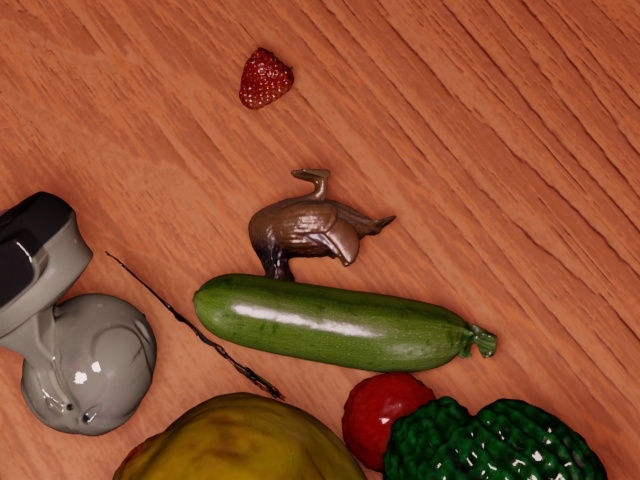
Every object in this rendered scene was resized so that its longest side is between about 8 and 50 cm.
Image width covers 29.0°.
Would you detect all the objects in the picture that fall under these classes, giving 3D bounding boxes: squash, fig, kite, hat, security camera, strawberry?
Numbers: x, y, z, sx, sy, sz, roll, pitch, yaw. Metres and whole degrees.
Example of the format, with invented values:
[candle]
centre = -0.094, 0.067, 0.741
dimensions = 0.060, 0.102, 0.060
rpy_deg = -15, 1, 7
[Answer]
[squash]
centre = 0.029, 0.107, 1.529
dimensions = 0.379, 0.101, 0.101
rpy_deg = 8, 69, -4
[fig]
centre = -0.080, 0.342, 1.331
dimensions = 0.344, 0.343, 0.343
rpy_deg = 1, 69, -2
[kite]
centre = -0.154, 0.107, 1.508
dimensions = 0.285, 0.152, 0.015
rpy_deg = 38, 85, 5
[hat]
centre = 0.138, 0.268, 1.403
dimensions = 0.242, 0.274, 0.332
rpy_deg = -16, 42, -41
[security camera]
centre = -0.304, 0.100, 1.442
dimensions = 0.197, 0.191, 0.277
rpy_deg = -32, 104, 17
[strawberry]
centre = -0.077, -0.215, 1.667
dimensions = 0.073, 0.073, 0.083
rpy_deg = 36, 85, 11

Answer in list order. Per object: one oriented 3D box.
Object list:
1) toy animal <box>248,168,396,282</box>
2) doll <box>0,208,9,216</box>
[toy animal]
centre = 0.000, 0.000, 1.585
dimensions = 0.188, 0.089, 0.179
rpy_deg = 6, 86, -1
[doll]
centre = -0.454, 0.038, 1.536
dimensions = 0.262, 0.093, 0.211
rpy_deg = 21, 62, -10
